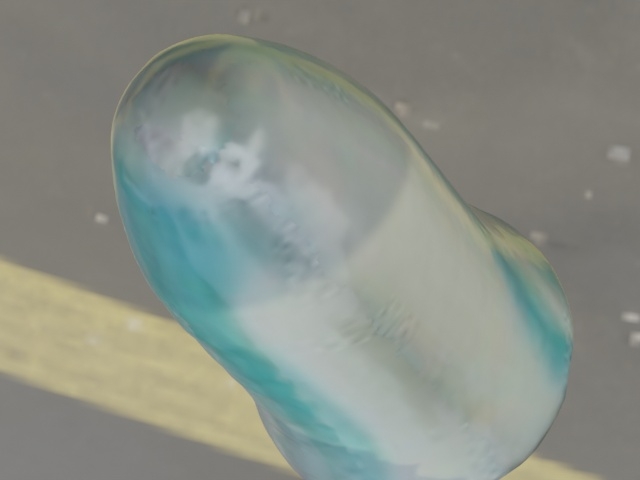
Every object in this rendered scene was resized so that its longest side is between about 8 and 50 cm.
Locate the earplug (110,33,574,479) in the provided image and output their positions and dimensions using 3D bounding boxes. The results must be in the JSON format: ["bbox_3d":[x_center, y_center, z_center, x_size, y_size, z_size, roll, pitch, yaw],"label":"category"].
[{"bbox_3d":[0.000,0.000,0.960,0.185,0.185,0.324,1,156,22],"label":"earplug"}]
